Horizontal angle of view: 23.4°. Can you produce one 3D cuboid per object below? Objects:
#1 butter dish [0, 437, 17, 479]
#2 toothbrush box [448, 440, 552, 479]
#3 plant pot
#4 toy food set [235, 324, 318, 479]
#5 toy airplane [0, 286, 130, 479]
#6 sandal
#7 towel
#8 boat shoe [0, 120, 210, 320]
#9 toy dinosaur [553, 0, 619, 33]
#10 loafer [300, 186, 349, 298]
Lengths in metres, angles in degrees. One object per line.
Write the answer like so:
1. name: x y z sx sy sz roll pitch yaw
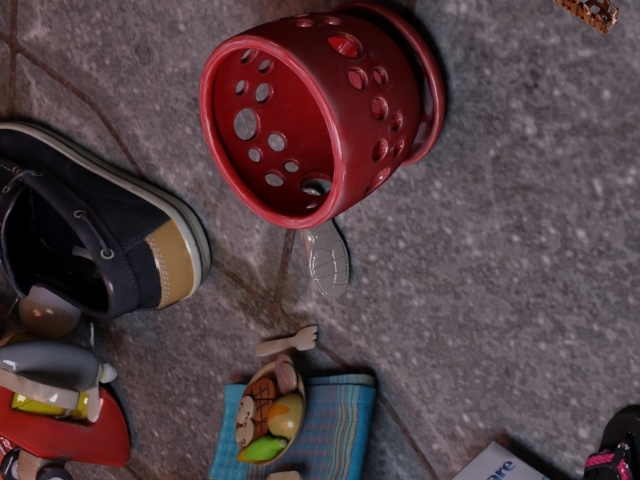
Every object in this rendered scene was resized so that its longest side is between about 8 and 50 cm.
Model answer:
1. butter dish: -0.516 0.343 2.417 0.160 0.118 0.160 -31 92 11
2. toothbrush box: 0.242 0.377 1.557 0.295 0.126 0.216 34 143 30
3. plant pot: 0.008 -0.129 1.452 0.191 0.174 0.191 28 134 34
4. toy food set: -0.062 0.193 1.758 0.132 0.038 0.192 -19 58 47
5. toy airplane: -0.435 0.154 2.066 0.386 0.272 0.384 30 168 14
6. sandal: 0.282 0.232 1.497 0.067 0.040 0.179 42 139 22
7. towel: -0.063 0.330 1.752 0.040 0.370 0.271 26 159 -35
8. boat shoe: -0.354 -0.025 1.949 0.500 0.156 0.186 22 131 40
9. toy dinosaur: 0.138 -0.313 1.246 0.322 0.164 0.218 35 155 1
10. loafer: 0.000 0.000 1.666 0.039 0.045 0.125 -133 26 -74
